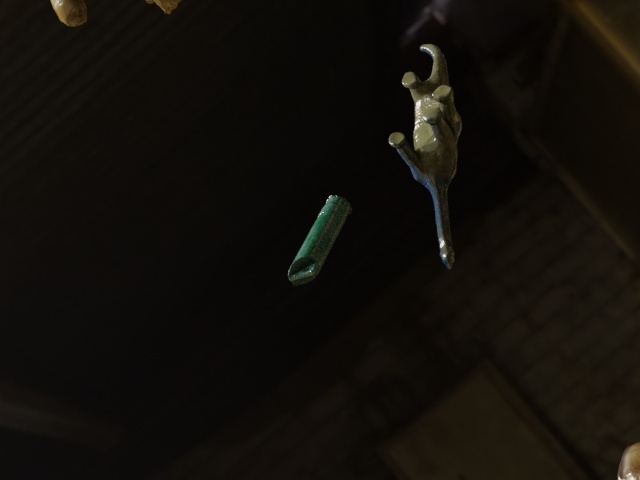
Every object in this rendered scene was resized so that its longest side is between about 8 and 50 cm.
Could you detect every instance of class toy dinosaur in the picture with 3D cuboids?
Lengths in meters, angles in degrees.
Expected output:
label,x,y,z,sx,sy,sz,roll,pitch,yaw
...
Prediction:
label,x,y,z,sx,sy,sz,roll,pitch,yaw
toy dinosaur,0.147,-0.114,1.867,0.075,0.248,0.188,-8,-42,17

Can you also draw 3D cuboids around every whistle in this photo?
label,x,y,z,sx,sy,sz,roll,pitch,yaw
whistle,0.000,0.000,1.965,0.039,0.039,0.186,-47,9,33

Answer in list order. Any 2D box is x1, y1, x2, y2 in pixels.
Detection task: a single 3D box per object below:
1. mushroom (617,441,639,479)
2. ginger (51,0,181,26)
label,x,y,z,sx,sy,sz,roll,pitch,yaw
mushroom,0.589,0.369,1.832,0.397,0.314,0.224,-16,-14,29
ginger,-0.202,-0.282,1.474,0.193,0.176,0.052,-39,-6,22
